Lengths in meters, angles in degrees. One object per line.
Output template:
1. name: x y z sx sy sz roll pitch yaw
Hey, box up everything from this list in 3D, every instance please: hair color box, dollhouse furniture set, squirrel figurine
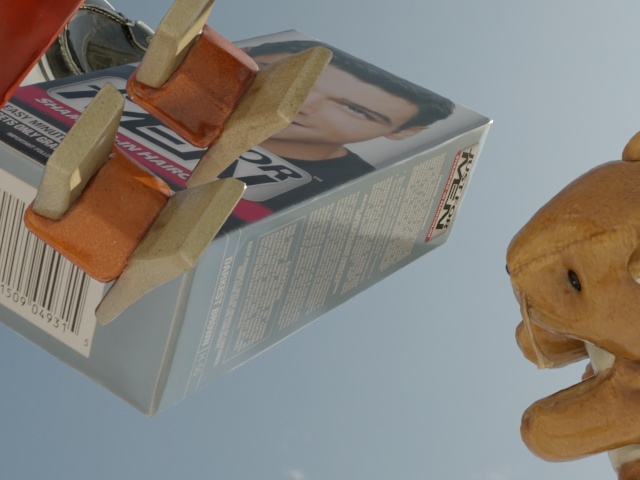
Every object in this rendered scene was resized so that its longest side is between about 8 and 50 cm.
1. hair color box: -0.055 -0.036 0.825 0.185 0.374 0.114 28 -63 22
2. dollhouse furniture set: -0.128 -0.127 0.518 0.262 0.259 0.135 38 -32 -12
3. squirrel figurine: 0.356 0.077 1.110 0.397 0.281 0.370 -9 -54 26

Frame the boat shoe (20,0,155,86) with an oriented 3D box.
1. boat shoe: -0.186 -0.170 1.243 0.119 0.335 0.121 10 -96 19
